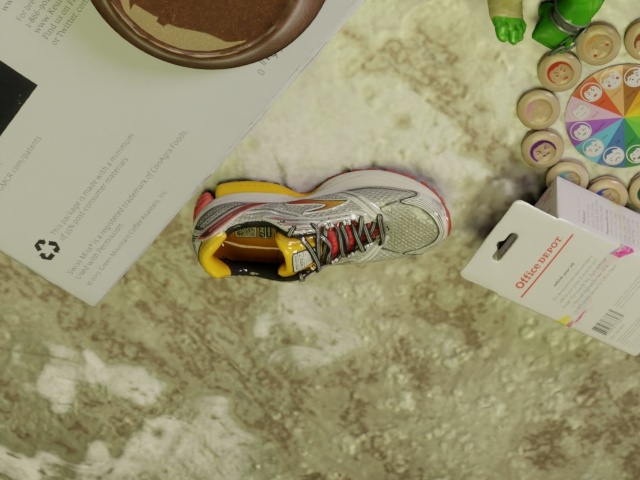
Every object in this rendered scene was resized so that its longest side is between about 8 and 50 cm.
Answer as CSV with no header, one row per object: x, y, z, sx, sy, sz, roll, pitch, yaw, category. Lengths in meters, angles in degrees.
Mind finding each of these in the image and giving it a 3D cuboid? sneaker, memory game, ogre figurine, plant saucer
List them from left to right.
-0.074,-0.178,0.952,0.168,0.029,0.168,1,122,1,plant saucer
0.000,0.000,1.294,0.225,0.093,0.088,-6,122,7,sneaker
0.154,-0.230,1.143,0.118,0.097,0.197,-30,102,40,ogre figurine
0.255,-0.101,1.262,0.186,0.012,0.186,2,123,3,memory game

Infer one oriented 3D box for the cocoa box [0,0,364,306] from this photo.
-0.149,-0.175,1.110,0.231,0.228,0.347,34,118,-17,cocoa box

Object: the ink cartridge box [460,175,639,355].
0.222,0.016,1.301,0.181,0.062,0.104,24,130,-12,ink cartridge box
